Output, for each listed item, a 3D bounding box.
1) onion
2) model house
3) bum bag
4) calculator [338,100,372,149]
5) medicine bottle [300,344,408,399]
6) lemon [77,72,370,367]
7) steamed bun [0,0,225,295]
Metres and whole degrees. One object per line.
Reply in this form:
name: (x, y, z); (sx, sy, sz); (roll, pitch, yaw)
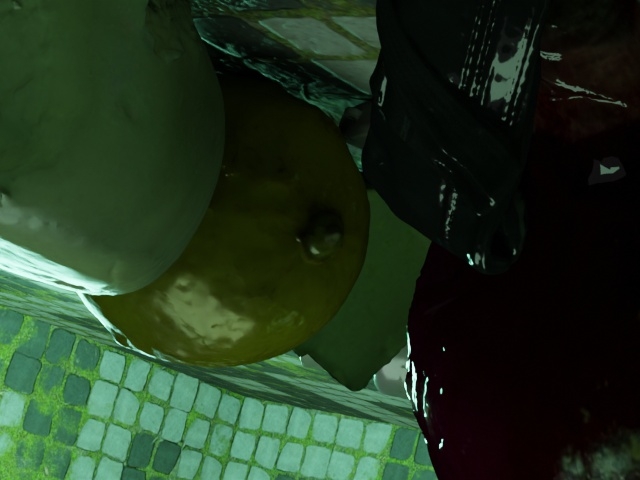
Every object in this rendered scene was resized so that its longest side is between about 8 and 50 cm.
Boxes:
onion: (0.217, -0.007, 1.070); (0.398, 0.420, 0.398); (-18, -162, 6)
model house: (0.000, 0.000, 1.738); (0.214, 0.195, 0.189); (41, -179, -35)
bum bag: (0.079, -0.105, 0.924); (0.060, 0.248, 0.123); (-17, -138, -41)
calculator: (0.095, -0.079, 1.456); (0.175, 0.032, 0.100); (21, 168, -25)
medicine bottle: (0.130, 0.095, 1.885); (0.292, 0.170, 0.170); (8, 168, 8)
lemon: (-0.096, -0.018, 1.461); (0.284, 0.260, 0.260); (39, -174, 37)
steamed bun: (-0.224, -0.109, 1.224); (0.333, 0.233, 0.312); (23, 171, 1)
